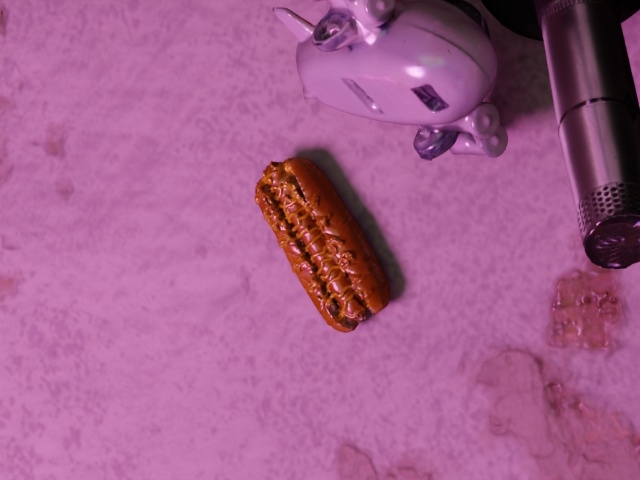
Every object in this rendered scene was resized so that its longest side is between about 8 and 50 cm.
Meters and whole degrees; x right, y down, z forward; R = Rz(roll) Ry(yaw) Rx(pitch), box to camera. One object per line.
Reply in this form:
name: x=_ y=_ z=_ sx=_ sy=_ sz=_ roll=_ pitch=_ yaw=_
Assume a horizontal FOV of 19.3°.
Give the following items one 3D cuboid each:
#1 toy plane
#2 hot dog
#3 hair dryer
toy plane: x=0.059 y=-0.155 z=1.531 sx=0.245 sy=0.244 sz=0.117 roll=31 pitch=73 yaw=18
hot dog: x=0.000 y=0.000 z=1.655 sx=0.071 sy=0.045 sz=0.165 roll=-34 pitch=83 yaw=26
hair dryer: x=0.252 y=-0.086 z=1.465 sx=0.156 sy=0.284 sz=0.320 roll=-27 pitch=54 yaw=25
